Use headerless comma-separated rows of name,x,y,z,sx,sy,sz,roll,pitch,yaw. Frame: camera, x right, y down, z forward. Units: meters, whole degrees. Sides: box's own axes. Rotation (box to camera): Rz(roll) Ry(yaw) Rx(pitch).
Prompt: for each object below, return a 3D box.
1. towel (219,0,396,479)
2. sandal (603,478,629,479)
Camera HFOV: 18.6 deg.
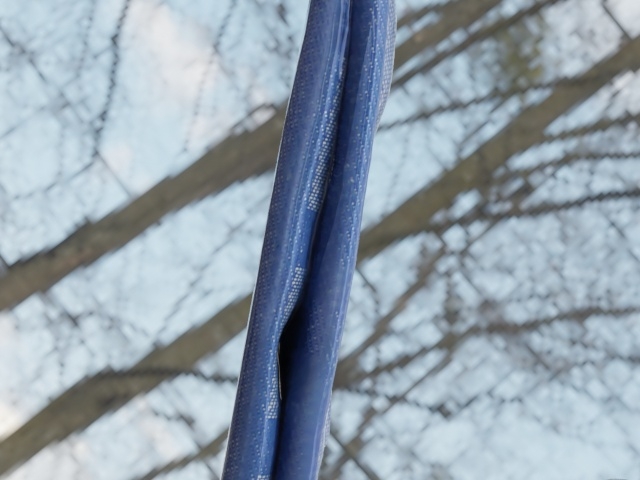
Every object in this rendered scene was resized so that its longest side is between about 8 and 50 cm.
towel,0.000,0.000,0.628,0.034,0.209,0.285,10,5,0
sandal,-0.003,0.106,0.331,0.054,0.254,0.097,42,-49,28
